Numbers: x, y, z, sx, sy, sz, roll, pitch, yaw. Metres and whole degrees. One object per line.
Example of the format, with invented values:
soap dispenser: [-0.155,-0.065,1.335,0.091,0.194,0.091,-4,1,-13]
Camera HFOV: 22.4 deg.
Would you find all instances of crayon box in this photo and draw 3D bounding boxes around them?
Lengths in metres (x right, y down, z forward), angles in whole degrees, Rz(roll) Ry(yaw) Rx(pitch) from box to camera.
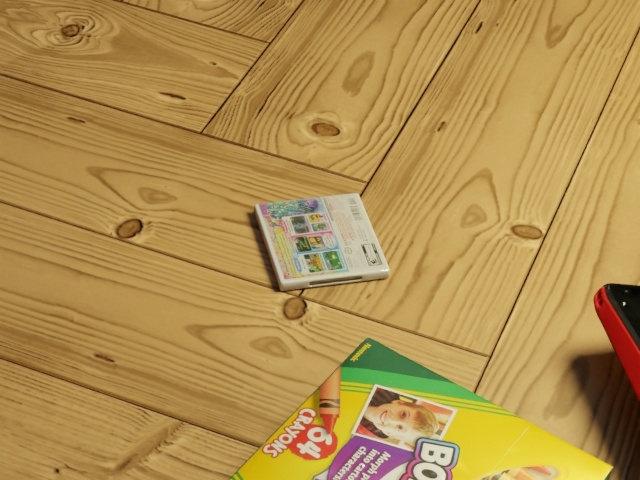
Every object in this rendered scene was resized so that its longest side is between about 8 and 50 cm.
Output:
crayon box: [0.080,0.298,1.682,0.313,0.106,0.363,26,45,23]

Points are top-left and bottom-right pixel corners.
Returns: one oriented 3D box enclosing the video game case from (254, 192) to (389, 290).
video game case: [0.000,0.000,2.087,0.143,0.019,0.157,-7,43,-13]

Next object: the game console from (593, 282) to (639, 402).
game console: [0.535,0.179,1.860,0.387,0.060,0.342,6,34,-19]
